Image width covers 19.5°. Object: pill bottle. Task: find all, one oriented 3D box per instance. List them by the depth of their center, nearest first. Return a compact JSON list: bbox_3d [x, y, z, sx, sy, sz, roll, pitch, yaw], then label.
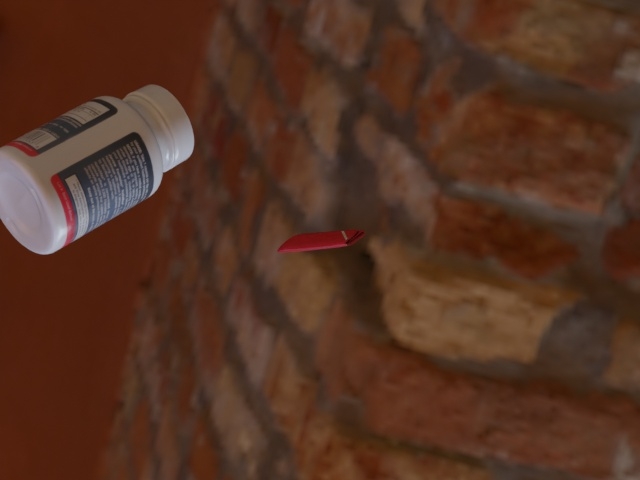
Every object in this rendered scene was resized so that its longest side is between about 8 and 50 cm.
[{"bbox_3d":[-0.210,-0.072,1.734,0.180,0.108,0.108,-32,-147,-33],"label":"pill bottle"}]

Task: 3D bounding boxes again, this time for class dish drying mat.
[{"bbox_3d":[0.000,0.000,1.712,0.083,0.008,0.032,-4,-156,40],"label":"dish drying mat"}]
